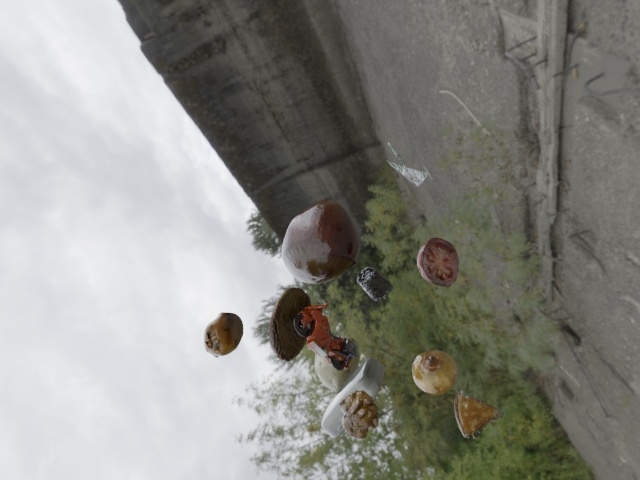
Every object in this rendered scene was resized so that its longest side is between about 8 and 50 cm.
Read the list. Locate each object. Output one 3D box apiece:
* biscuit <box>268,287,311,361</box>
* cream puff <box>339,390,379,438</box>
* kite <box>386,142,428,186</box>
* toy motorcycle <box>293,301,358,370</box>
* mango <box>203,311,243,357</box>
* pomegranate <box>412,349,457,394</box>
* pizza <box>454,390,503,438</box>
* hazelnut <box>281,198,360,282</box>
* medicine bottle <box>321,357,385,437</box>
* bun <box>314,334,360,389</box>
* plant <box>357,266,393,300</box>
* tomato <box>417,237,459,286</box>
[{"bbox_3d":[-0.121,0.363,1.804,0.317,0.040,0.319,-14,-75,-61],"label":"biscuit"},{"bbox_3d":[0.098,0.459,1.096,0.116,0.094,0.122,52,153,43],"label":"cream puff"},{"bbox_3d":[0.321,-0.281,1.573,0.250,0.012,0.229,43,172,-38],"label":"kite"},{"bbox_3d":[0.021,0.397,1.776,0.326,0.147,0.221,47,-145,-14],"label":"toy motorcycle"},{"bbox_3d":[-0.459,0.448,1.977,0.287,0.152,0.202,-59,-48,-81],"label":"mango"},{"bbox_3d":[0.519,0.598,1.893,0.207,0.206,0.207,62,-172,-15],"label":"pomegranate"},{"bbox_3d":[0.649,0.712,1.701,0.052,0.194,0.185,85,-176,-60],"label":"pizza"},{"bbox_3d":[0.000,0.000,1.980,0.421,0.351,0.422,-173,90,-77],"label":"hazelnut"},{"bbox_3d":[0.153,0.731,1.946,0.122,0.375,0.282,37,-161,8],"label":"medicine bottle"},{"bbox_3d":[0.101,0.742,2.522,0.361,0.234,0.327,14,-104,-60],"label":"bun"},{"bbox_3d":[0.282,0.228,2.113,0.194,0.129,0.132,41,-175,-32],"label":"plant"},{"bbox_3d":[0.511,0.101,1.843,0.085,0.224,0.225,-20,98,58],"label":"tomato"}]
